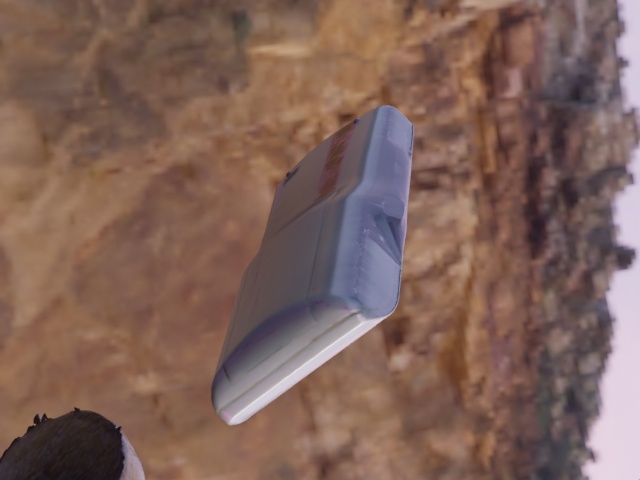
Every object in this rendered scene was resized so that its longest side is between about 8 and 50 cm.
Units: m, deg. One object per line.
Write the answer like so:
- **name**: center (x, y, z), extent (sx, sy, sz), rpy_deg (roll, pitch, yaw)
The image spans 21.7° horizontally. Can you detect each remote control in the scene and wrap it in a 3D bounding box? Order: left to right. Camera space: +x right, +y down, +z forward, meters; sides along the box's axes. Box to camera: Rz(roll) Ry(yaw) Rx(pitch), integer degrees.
- **remote control**: center (0.000, 0.000, 0.566), extent (0.065, 0.029, 0.166), rpy_deg (-38, -163, 21)

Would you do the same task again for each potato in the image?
- **potato**: center (-0.087, 0.089, 0.648), extent (0.093, 0.036, 0.037), rpy_deg (-3, -123, 51)

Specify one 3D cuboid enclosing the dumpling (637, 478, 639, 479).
- **dumpling**: center (0.180, 0.168, 0.769), extent (0.126, 0.216, 0.166), rpy_deg (47, -41, 16)
